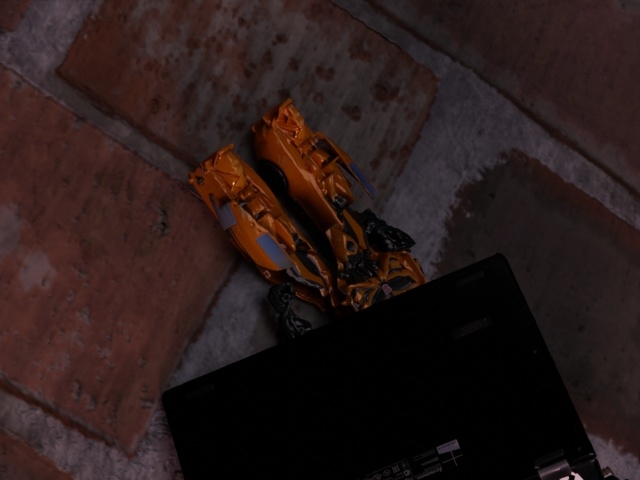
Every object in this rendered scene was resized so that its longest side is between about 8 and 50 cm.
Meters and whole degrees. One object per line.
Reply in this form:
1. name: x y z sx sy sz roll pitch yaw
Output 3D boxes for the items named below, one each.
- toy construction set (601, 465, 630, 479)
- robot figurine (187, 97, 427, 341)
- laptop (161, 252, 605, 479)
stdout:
1. toy construction set: 0.294 0.432 1.984 0.237 0.257 0.308 -27 92 -6
2. robot figurine: 0.000 0.000 2.053 0.291 0.085 0.211 51 55 -2
3. laptop: 0.095 0.293 1.891 0.382 0.236 0.408 -22 52 2
